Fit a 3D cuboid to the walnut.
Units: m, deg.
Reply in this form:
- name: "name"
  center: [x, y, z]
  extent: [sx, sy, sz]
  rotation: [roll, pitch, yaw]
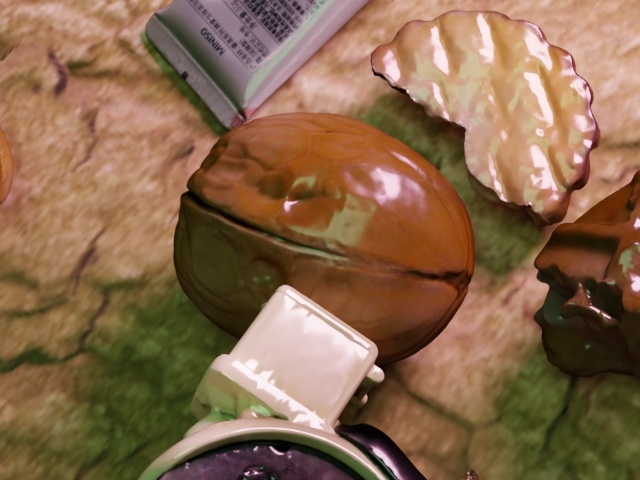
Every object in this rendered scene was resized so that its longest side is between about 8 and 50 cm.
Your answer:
- name: "walnut"
  center: [0.000, 0.000, 0.980]
  extent: [0.207, 0.167, 0.167]
  rotation: [19, 73, 19]

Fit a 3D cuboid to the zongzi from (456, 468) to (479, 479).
- name: "zongzi"
  center: [0.071, 0.255, 0.913]
  extent: [0.176, 0.078, 0.160]
  rotation: [-32, 72, -12]

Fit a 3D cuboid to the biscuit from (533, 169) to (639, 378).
- name: "biscuit"
  center: [0.302, 0.062, 0.864]
  extent: [0.268, 0.115, 0.366]
  rotation: [-31, 43, -3]

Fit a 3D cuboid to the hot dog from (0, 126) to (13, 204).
- name: "hot dog"
  center: [-0.350, -0.136, 1.136]
  extent: [0.135, 0.100, 0.337]
  rotation: [-31, 67, -11]

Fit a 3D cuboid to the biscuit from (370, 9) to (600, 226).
- name: "biscuit"
  center: [0.130, -0.093, 1.046]
  extent: [0.118, 0.061, 0.183]
  rotation: [-38, 69, -7]

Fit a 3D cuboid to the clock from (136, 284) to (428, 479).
- name: "clock"
  center: [0.070, 0.214, 0.832]
  extent: [0.379, 0.120, 0.276]
  rotation: [32, 59, 0]

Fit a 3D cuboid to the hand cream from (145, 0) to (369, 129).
- name: "hand cream"
  center: [0.025, -0.232, 1.128]
  extent: [0.341, 0.078, 0.124]
  rotation: [-41, 67, 2]
